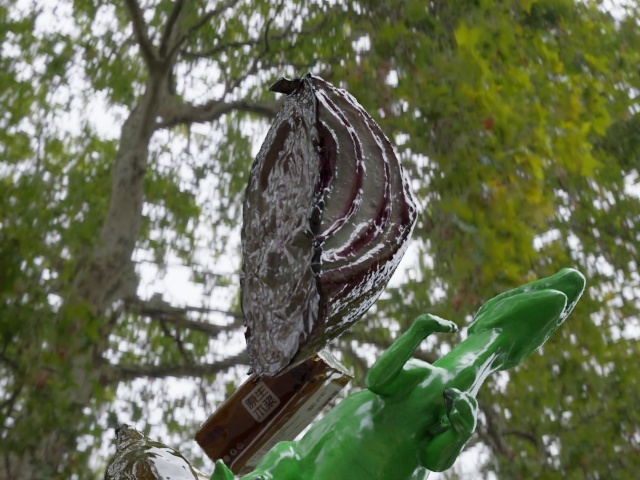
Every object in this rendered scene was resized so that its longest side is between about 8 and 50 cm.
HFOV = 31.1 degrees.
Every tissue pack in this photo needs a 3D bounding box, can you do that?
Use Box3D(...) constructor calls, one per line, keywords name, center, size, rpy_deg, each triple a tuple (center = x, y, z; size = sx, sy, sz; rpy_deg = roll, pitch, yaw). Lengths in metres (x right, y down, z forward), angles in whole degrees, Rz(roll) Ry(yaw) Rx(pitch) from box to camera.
Box3D(name="tissue pack", center=(-0.067, 0.250, 1.729), size=(0.226, 0.183, 0.092), rpy_deg=(-43, -111, 2))

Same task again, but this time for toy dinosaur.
Box3D(name="toy dinosaur", center=(-0.011, 0.220, 0.984), size=(0.144, 0.374, 0.500), rpy_deg=(48, -50, 6))

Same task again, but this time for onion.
Box3D(name="onion", center=(0.000, 0.000, 1.223), size=(0.146, 0.314, 0.280), rpy_deg=(5, -32, -19))

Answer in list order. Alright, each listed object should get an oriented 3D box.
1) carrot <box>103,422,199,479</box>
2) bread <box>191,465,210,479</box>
Box3D(name="carrot", center=(-0.029, 0.187, 0.456), size=(0.070, 0.342, 0.070), rpy_deg=(-12, -53, -17))
Box3D(name="bread", center=(-0.152, 0.385, 1.196), size=(0.270, 0.211, 0.315), rpy_deg=(38, -44, -28))
